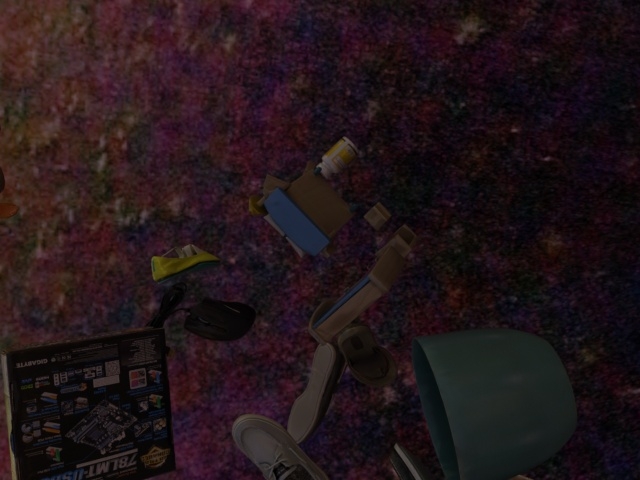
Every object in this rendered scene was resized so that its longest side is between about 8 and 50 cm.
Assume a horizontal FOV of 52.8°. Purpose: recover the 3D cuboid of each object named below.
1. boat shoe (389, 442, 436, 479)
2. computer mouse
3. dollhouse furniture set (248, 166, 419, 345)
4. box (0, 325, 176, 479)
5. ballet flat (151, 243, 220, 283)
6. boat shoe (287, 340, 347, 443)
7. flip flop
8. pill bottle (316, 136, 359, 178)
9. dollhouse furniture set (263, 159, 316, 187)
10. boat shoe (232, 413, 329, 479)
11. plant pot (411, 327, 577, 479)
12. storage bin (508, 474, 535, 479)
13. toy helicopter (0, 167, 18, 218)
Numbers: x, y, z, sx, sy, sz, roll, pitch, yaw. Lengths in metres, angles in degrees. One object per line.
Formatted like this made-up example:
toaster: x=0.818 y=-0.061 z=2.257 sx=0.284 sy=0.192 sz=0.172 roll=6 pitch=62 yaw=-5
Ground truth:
boat shoe: x=0.207 y=0.520 z=1.205 sx=0.091 sy=0.114 sz=0.302 roll=-44 pitch=47 yaw=6
computer mouse: x=-0.263 y=0.204 z=1.421 sx=0.184 sy=0.262 sz=0.060 roll=-52 pitch=46 yaw=12
dollhouse furniture set: x=0.000 y=0.000 z=1.311 sx=0.303 sy=0.286 sz=0.198 roll=46 pitch=121 yaw=-1
box: x=-0.434 y=0.329 z=1.229 sx=0.073 sy=0.295 sz=0.293 roll=-1 pitch=94 yaw=56
ballet flat: x=-0.341 y=0.050 z=1.637 sx=0.077 sy=0.231 sz=0.077 roll=-26 pitch=85 yaw=31
boat shoe: x=0.003 y=0.455 z=1.903 sx=0.112 sy=0.095 sz=0.335 roll=34 pitch=108 yaw=48
flip flop: x=0.121 y=0.296 z=1.576 sx=0.112 sy=0.277 sz=0.080 roll=-30 pitch=48 yaw=-1
pill bottle: x=0.045 y=-0.227 z=1.786 sx=0.116 sy=0.065 sz=0.065 roll=-43 pitch=52 yaw=-2
dollhouse furniture set: x=-0.100 y=-0.182 z=1.964 sx=0.144 sy=0.123 sz=0.151 roll=118 pitch=172 yaw=-52
boat shoe: x=-0.062 y=0.394 z=1.132 sx=0.079 sy=0.227 sz=0.081 roll=-47 pitch=9 yaw=-2
plant pot: x=0.322 y=0.294 z=1.190 sx=0.293 sy=0.235 sz=0.293 roll=167 pitch=90 yaw=-87
storage bin: x=0.411 y=0.629 z=1.366 sx=0.262 sy=0.260 sz=0.123 roll=13 pitch=112 yaw=33
toy helicopter: x=-0.754 y=-0.141 z=1.279 sx=0.355 sy=0.140 sz=0.235 roll=4 pitch=129 yaw=29
